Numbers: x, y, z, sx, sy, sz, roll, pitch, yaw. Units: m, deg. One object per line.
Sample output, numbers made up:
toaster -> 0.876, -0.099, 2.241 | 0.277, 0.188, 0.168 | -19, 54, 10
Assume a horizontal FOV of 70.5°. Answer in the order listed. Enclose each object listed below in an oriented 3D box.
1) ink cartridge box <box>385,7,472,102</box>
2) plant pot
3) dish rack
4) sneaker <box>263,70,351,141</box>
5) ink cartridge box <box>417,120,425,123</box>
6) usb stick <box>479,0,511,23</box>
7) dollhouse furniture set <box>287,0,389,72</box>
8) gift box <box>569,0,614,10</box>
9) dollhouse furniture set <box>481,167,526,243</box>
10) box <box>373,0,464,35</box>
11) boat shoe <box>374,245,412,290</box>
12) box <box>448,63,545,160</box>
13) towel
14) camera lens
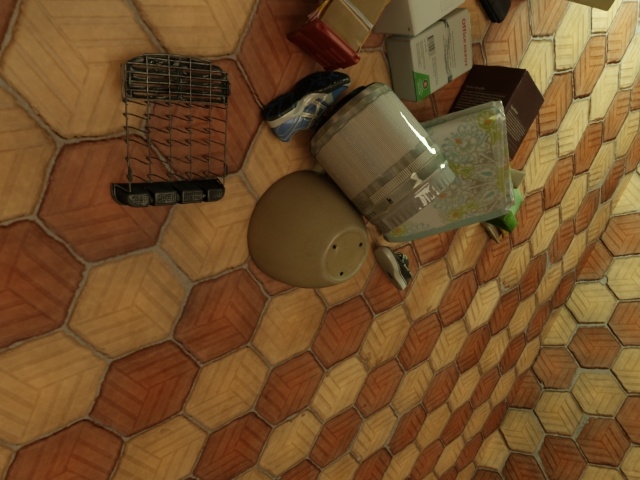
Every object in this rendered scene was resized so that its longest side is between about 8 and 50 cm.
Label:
ink cartridge box -> 0.273, -0.460, 1.119 | 0.208, 0.087, 0.153 | -34, 129, -21
plant pot -> 0.000, 0.000, 1.052 | 0.284, 0.191, 0.284 | -19, 123, -32
dish rack -> -0.263, -0.191, 0.818 | 0.208, 0.074, 0.272 | -10, 116, -38
sneaker -> -0.024, -0.291, 0.970 | 0.211, 0.080, 0.081 | -34, 137, -10
ink cartridge box -> 0.297, -0.249, 1.239 | 0.056, 0.099, 0.135 | -43, 134, -23
usb stick -> 0.420, -0.674, 1.164 | 0.278, 0.045, 0.077 | 27, 94, -44
dollhouse furniture set -> -0.040, -0.511, 0.817 | 0.374, 0.152, 0.201 | 34, 89, -27
gift box -> 0.705, -0.799, 1.171 | 0.255, 0.258, 0.276 | -65, 163, 2
dollhouse furniture set -> 0.673, -0.109, 1.591 | 0.301, 0.151, 0.198 | 36, 86, -45
box -> 0.209, -0.535, 0.997 | 0.170, 0.130, 0.091 | -39, 132, -19
boat shoe -> 0.225, 0.069, 1.362 | 0.070, 0.077, 0.219 | -47, 141, -11
box -> 0.496, -0.366, 1.299 | 0.167, 0.168, 0.203 | 24, 96, -44
towel -> 0.308, -0.165, 1.187 | 0.374, 0.090, 0.321 | -16, 126, 10
camera lens -> 0.128, -0.181, 0.985 | 0.219, 0.219, 0.274 | -41, 92, -17
